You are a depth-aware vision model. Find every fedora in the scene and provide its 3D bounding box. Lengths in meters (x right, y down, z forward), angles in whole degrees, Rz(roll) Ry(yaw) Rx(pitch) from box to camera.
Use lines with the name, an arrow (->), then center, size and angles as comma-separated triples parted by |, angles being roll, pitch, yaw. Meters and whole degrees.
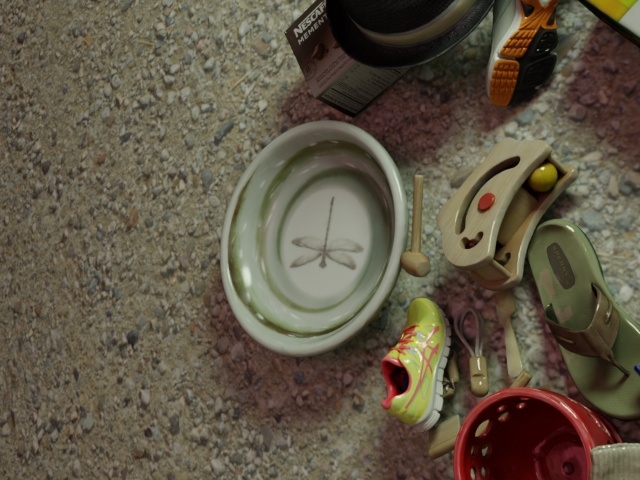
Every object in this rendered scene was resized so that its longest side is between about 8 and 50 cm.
fedora -> 0.106, -0.416, 1.264 | 0.334, 0.152, 0.334 | -12, 71, 39

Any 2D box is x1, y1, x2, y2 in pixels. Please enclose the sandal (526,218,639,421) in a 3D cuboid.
sandal -> 0.348, 0.104, 1.145 | 0.120, 0.086, 0.303 | -39, 58, 27

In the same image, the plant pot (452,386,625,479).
plant pot -> 0.293, 0.286, 1.091 | 0.191, 0.174, 0.191 | -10, 74, 39

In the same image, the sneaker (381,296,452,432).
sneaker -> 0.136, 0.173, 1.273 | 0.081, 0.094, 0.208 | -39, 37, 49

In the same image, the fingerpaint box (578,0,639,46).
fingerpaint box -> 0.576, -0.385, 1.019 | 0.445, 0.163, 0.371 | -53, 52, 19

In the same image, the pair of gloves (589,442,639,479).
pair of gloves -> 0.406, 0.339, 0.961 | 0.042, 0.240, 0.204 | 178, 100, -83

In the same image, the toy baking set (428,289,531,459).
toy baking set -> 0.217, 0.196, 1.237 | 0.256, 0.030, 0.197 | -54, 35, 14

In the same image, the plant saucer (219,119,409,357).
plant saucer -> 0.000, 0.000, 1.452 | 0.400, 0.100, 0.400 | -10, 74, 38

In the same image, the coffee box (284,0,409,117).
coffee box -> 0.098, -0.373, 1.444 | 0.297, 0.119, 0.168 | -38, 58, 27

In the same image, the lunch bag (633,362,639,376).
lunch bag -> 0.474, 0.170, 1.008 | 0.129, 0.096, 0.151 | -39, 78, 3

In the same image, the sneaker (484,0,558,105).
sneaker -> 0.296, -0.333, 1.273 | 0.121, 0.099, 0.262 | -114, 31, -56

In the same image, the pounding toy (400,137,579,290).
pounding toy -> 0.222, -0.037, 1.200 | 0.269, 0.155, 0.154 | -50, 30, 10
